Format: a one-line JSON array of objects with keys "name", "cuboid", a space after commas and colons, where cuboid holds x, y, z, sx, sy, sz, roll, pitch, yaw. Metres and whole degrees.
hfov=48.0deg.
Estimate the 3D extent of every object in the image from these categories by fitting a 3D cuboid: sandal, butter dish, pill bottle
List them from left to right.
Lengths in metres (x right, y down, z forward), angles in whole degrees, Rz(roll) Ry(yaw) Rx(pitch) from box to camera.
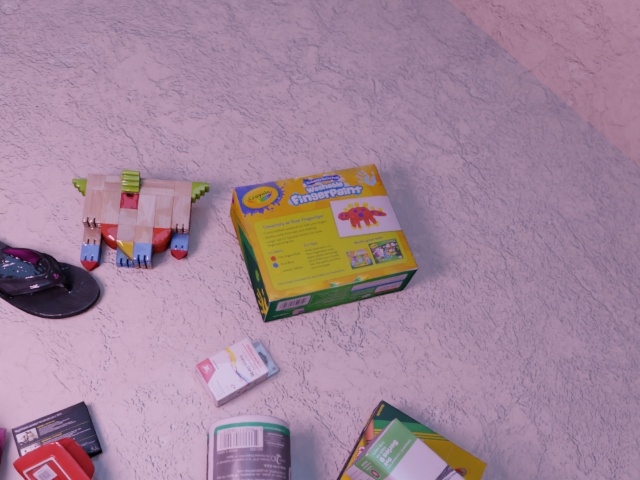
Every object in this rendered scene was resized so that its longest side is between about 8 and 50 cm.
[{"name": "sandal", "cuboid": [-0.807, 0.081, 1.900, 0.446, 0.107, 0.167, 20, 59, 0]}, {"name": "butter dish", "cuboid": [-0.586, 0.515, 1.648, 0.160, 0.160, 0.118, 56, 24, -12]}, {"name": "pill bottle", "cuboid": [-0.167, 0.608, 1.677, 0.204, 0.204, 0.361, 3, 61, -10]}]

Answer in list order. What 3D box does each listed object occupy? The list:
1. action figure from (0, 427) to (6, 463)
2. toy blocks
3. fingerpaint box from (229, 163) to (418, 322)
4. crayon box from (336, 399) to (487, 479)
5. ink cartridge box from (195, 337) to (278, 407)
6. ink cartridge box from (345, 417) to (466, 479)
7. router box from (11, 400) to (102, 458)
[{"name": "action figure", "cuboid": [-0.765, 0.537, 1.568, 0.248, 0.275, 0.370, -10, 49, -24]}, {"name": "toy blocks", "cuboid": [-0.512, -0.039, 2.013, 0.381, 0.191, 0.260, 4, 72, -9]}, {"name": "fingerpaint box", "cuboid": [0.000, 0.000, 2.086, 0.445, 0.163, 0.371, -12, 65, -18]}, {"name": "crayon box", "cuboid": [0.199, 0.639, 1.793, 0.313, 0.106, 0.363, 30, 59, 6]}, {"name": "ink cartridge box", "cuboid": [-0.217, 0.338, 1.901, 0.198, 0.067, 0.115, -27, 69, -25]}, {"name": "ink cartridge box", "cuboid": [0.221, 0.570, 1.651, 0.289, 0.211, 0.121, 40, 60, 11]}, {"name": "router box", "cuboid": [-0.636, 0.486, 1.740, 0.179, 0.046, 0.133, -19, 66, -21]}]
